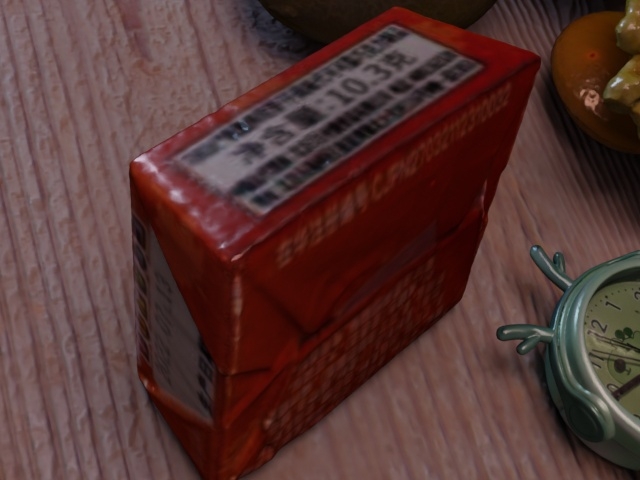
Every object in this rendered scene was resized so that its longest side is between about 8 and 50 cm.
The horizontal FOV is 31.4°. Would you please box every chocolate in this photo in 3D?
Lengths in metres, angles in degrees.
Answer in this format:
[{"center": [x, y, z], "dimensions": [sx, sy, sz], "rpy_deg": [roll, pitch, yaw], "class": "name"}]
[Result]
[{"center": [0.000, 0.000, 0.675], "dimensions": [0.237, 0.234, 0.108], "rpy_deg": [-34, 63, -29], "class": "chocolate"}]

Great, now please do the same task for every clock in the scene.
[{"center": [0.224, 0.083, 0.781], "dimensions": [0.211, 0.066, 0.159], "rpy_deg": [29, 57, 3], "class": "clock"}]

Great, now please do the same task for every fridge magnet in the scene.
[{"center": [0.249, -0.124, 0.910], "dimensions": [0.143, 0.063, 0.143], "rpy_deg": [8, 57, -12], "class": "fridge magnet"}]

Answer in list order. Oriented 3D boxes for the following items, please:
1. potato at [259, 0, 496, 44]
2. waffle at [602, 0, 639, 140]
[{"center": [0.053, -0.234, 0.873], "dimensions": [0.235, 0.160, 0.178], "rpy_deg": [-14, 40, -7], "class": "potato"}, {"center": [0.300, -0.137, 0.855], "dimensions": [0.238, 0.059, 0.243], "rpy_deg": [34, 71, -37], "class": "waffle"}]
